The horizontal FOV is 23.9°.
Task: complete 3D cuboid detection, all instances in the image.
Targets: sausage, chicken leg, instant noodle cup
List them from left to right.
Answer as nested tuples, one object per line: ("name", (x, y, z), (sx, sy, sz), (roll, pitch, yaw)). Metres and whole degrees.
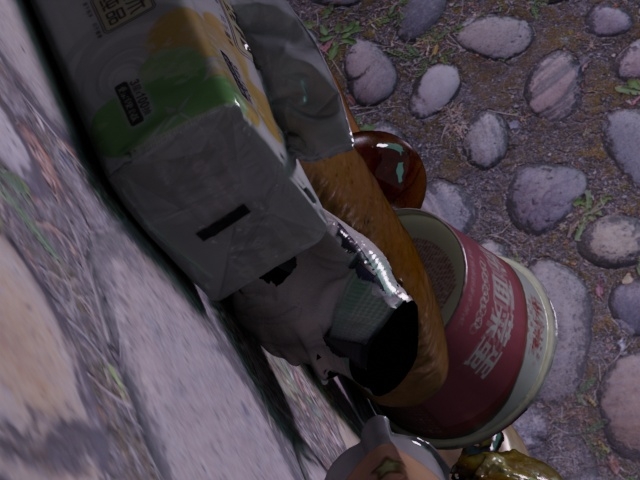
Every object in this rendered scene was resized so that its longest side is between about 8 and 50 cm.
("sausage", (0.003, 0.000, 1.287), (0.136, 0.123, 0.501), (5, -34, 36))
("instant noodle cup", (0.111, 0.085, 1.594), (0.178, 0.234, 0.235), (40, 17, -50))
("chicken leg", (0.219, 0.343, 1.677), (0.211, 0.140, 0.361), (39, 15, -2))

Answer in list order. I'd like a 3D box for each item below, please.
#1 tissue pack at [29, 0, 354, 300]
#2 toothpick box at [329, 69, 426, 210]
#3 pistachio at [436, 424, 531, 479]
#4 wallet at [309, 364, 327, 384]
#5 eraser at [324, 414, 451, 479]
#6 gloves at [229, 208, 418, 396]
("tissue pack", (-0.077, -0.109, 0.965), (0.229, 0.145, 0.159), (62, 4, 38))
("toothpick box", (0.001, -0.102, 1.879), (0.294, 0.192, 0.192), (54, -1, 40))
("pistachio", (0.208, 0.305, 1.913), (0.129, 0.131, 0.206), (-58, -133, 45))
("wallet", (-0.008, 0.100, 1.342), (0.044, 0.011, 0.083), (58, 3, -10))
("eraser", (0.074, 0.227, 0.782), (0.171, 0.087, 0.290), (60, 3, -21))
("gloves", (-0.026, 0.020, 1.067), (0.212, 0.111, 0.127), (29, -8, 29))
